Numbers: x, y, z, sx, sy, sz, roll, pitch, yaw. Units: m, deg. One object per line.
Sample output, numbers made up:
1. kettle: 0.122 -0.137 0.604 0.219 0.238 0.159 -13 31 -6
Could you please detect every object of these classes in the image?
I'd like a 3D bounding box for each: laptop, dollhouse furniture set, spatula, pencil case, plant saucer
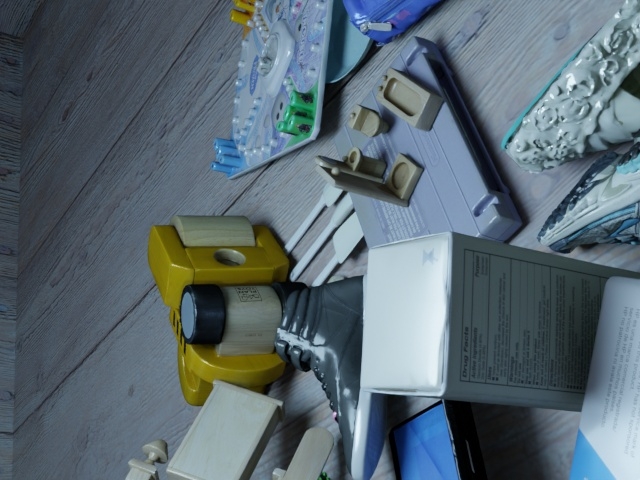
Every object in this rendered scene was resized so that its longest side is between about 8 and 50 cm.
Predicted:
1. laptop: 0.128 0.284 1.126 0.137 0.264 0.234 -17 59 13
2. dollhouse furniture set: 0.066 -0.153 1.280 0.144 0.123 0.151 48 119 52
3. spatula: 0.000 0.000 1.515 0.242 0.019 0.168 -52 39 38
4. pencil case: 0.150 -0.379 1.333 0.306 0.119 0.133 -20 39 53
5. dollhouse furniture set: -0.121 0.406 1.488 0.355 0.303 0.173 89 -157 -46
6. plant saucer: 0.047 -0.348 1.558 0.195 0.038 0.194 -25 60 52

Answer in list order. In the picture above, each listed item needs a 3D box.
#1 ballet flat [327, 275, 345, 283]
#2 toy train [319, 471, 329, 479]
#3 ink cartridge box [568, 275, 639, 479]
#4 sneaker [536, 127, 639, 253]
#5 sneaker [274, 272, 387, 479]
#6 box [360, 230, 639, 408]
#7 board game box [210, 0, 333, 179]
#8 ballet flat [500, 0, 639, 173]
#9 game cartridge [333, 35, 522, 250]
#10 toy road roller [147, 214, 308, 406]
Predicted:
1. ballet flat: 0.024 0.118 1.420 0.057 0.052 0.168 -49 42 38
2. toy train: 0.000 0.357 1.409 0.083 0.017 0.023 44 126 53
3. ink cartridge box: 0.394 0.198 0.720 0.395 0.166 0.285 10 88 58
4. sneaker: 0.325 -0.030 0.961 0.110 0.122 0.283 -47 -2 -25
5. sneaker: 0.012 0.188 1.310 0.147 0.104 0.295 -6 63 13
6. box: 0.199 0.090 0.921 0.121 0.311 0.147 -11 70 55
7. board game box: -0.091 -0.333 1.710 0.390 0.050 0.389 -15 66 62
8. ballet flat: 0.347 -0.195 0.971 0.409 0.147 0.147 -54 39 32
9. game cartridge: 0.134 -0.086 1.319 0.230 0.068 0.355 -54 39 38
10. toy road roller: -0.167 0.125 1.582 0.329 0.203 0.240 -123 40 -50
